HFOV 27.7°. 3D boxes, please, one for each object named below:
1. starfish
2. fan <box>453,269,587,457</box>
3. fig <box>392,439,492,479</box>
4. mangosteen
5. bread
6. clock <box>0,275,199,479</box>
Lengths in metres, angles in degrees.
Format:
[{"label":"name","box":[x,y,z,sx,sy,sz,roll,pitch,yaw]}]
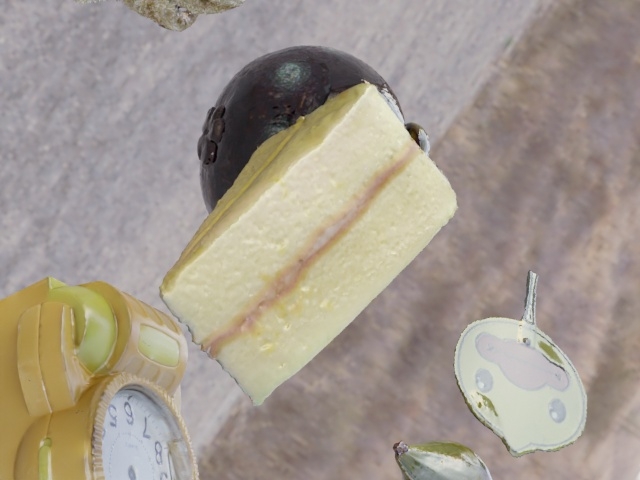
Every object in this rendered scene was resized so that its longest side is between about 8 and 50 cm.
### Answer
[{"label":"starfish","box":[-0.159,-0.249,1.204,0.238,0.216,0.071,48,30,-66]},{"label":"fan","box":[0.304,0.177,1.943,0.011,0.229,0.335,-52,-160,48]},{"label":"fig","box":[0.171,0.327,1.760,0.185,0.126,0.133,69,30,-56]},{"label":"mangosteen","box":[-0.004,-0.090,1.535,0.288,0.288,0.288,-55,171,-13]},{"label":"bread","box":[-0.002,0.003,1.209,0.163,0.168,0.264,-28,-160,37]},{"label":"clock","box":[-0.245,0.220,1.406,0.200,0.317,0.244,-20,155,21]}]
